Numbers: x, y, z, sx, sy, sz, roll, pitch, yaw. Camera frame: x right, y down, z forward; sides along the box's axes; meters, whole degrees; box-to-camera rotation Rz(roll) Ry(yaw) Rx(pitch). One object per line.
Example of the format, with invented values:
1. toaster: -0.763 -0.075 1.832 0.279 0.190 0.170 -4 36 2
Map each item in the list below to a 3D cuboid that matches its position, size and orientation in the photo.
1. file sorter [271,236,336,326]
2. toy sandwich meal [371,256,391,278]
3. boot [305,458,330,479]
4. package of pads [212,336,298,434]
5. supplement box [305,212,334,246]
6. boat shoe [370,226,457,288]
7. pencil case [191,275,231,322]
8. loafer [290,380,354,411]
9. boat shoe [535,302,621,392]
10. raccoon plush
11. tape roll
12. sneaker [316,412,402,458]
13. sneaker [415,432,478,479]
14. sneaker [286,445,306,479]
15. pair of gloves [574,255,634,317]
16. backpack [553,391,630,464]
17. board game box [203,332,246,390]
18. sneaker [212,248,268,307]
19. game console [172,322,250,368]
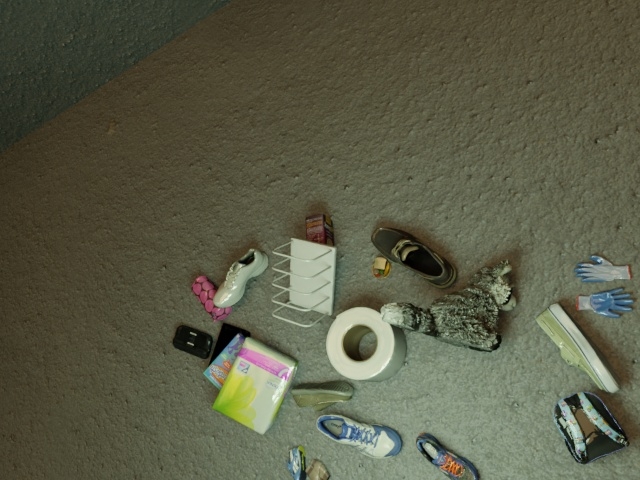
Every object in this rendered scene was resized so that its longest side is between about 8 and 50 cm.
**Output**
1. file sorter: -0.071 0.157 1.845 0.193 0.173 0.277 14 112 29
2. toy sandwich meal: 0.228 0.103 1.873 0.086 0.029 0.085 -8 69 23
3. boot: -0.019 0.834 1.734 0.087 0.042 0.118 27 84 36
4. package of pads: -0.236 0.545 1.864 0.229 0.101 0.296 26 85 9
5. supplement box: 0.000 0.000 1.974 0.081 0.104 0.188 -12 68 22
6. boat shoe: 0.328 0.040 1.789 0.356 0.130 0.132 30 87 30
7. pencil case: -0.473 0.250 2.122 0.209 0.095 0.098 46 109 32
8. loafer: 0.011 0.566 1.792 0.251 0.094 0.087 -10 93 32
9. boat shoe: 0.779 0.332 1.505 0.094 0.109 0.302 -43 50 24
10. raccoon plush: 0.433 0.168 1.561 0.216 0.447 0.298 -7 64 59
11. tape roll: 0.164 0.367 1.732 0.246 0.169 0.245 -9 69 23
12. sneaker: 0.121 0.663 1.672 0.297 0.131 0.111 5 73 25
13. sneaker: 0.388 0.695 1.559 0.221 0.087 0.083 26 86 30
14. sneaker: -0.086 0.812 1.765 0.059 0.053 0.144 -15 58 20
15. pair of gloves: 0.886 0.142 1.553 0.160 0.023 0.198 -1 73 25
16. backpack: 0.762 0.530 1.422 0.158 0.117 0.173 -32 63 13
17. board game box: -0.334 0.498 1.956 0.160 0.047 0.210 40 88 11
18. sneaker: -0.346 0.147 2.047 0.111 0.129 0.297 32 76 25
19. game console: -0.472 0.435 2.082 0.362 0.044 0.213 13 78 27
